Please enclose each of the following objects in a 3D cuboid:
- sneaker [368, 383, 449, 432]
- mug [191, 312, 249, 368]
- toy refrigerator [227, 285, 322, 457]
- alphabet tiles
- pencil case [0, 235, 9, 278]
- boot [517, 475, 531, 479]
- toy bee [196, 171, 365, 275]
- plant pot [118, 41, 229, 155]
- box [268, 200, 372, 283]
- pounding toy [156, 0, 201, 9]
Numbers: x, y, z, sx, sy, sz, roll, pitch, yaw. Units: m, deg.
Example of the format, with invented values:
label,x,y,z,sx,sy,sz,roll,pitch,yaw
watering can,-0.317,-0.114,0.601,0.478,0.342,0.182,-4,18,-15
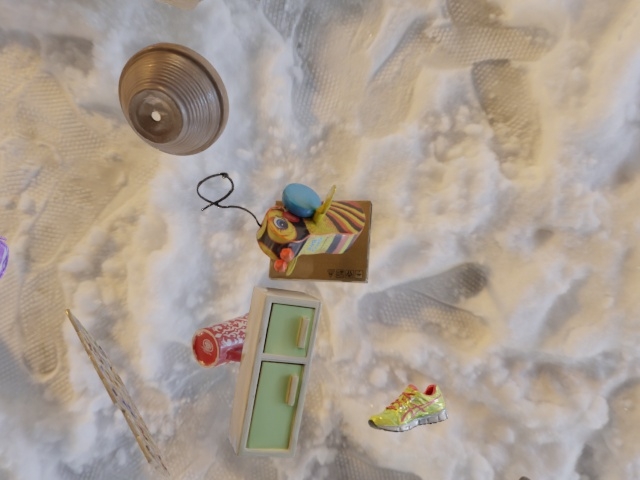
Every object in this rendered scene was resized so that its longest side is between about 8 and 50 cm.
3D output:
label,x,y,z,sx,sy,sz,roll,pitch,yaw
sneaker,0.197,0.381,1.418,0.208,0.081,0.094,-6,85,-29
mug,-0.196,0.234,1.436,0.150,0.169,0.113,-7,89,36
toy refrigerator,-0.078,0.221,1.044,0.102,0.094,0.270,10,92,-20
alphabet tiles,-0.285,0.228,0.888,0.009,0.198,0.237,-31,65,-17
pencil case,-0.557,0.006,0.893,0.206,0.086,0.088,19,82,10
boot,0.241,0.456,0.864,0.085,0.236,0.179,43,116,6
toy bee,-0.049,-0.007,1.059,0.298,0.162,0.195,-8,139,-13
plant pot,-0.315,-0.271,1.257,0.237,0.110,0.238,7,122,11
box,0.000,0.000,1.223,0.201,0.021,0.165,1,77,16
pounding toy,-0.350,-0.610,1.281,0.269,0.154,0.155,11,73,-20
